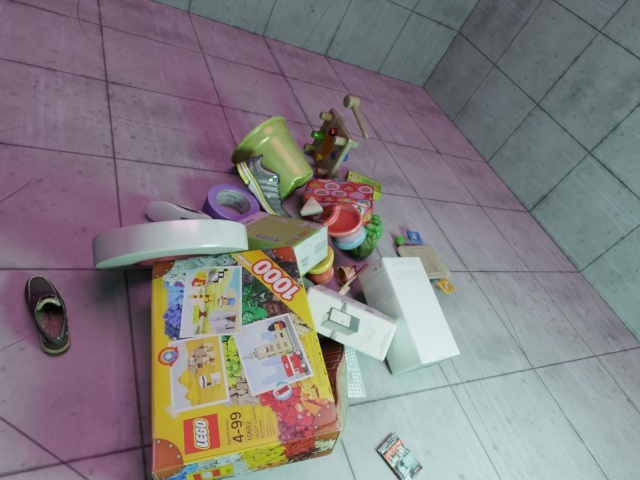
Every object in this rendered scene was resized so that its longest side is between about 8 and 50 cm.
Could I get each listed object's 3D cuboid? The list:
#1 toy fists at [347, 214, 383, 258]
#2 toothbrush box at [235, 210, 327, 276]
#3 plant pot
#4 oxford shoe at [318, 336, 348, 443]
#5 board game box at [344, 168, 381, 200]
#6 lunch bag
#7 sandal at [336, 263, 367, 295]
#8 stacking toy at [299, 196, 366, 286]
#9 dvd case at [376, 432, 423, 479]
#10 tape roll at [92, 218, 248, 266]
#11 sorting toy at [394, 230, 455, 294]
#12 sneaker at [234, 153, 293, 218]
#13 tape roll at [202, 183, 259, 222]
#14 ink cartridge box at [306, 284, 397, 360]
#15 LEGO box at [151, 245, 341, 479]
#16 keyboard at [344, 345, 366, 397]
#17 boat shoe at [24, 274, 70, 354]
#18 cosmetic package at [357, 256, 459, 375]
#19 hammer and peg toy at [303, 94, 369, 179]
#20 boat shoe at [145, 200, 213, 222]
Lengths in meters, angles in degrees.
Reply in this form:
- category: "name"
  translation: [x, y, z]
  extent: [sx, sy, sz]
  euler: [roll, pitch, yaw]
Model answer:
- category: "toy fists"
  translation: [0.180, -0.030, 1.826]
  extent: [0.142, 0.096, 0.279]
  euler: [34, 37, 1]
- category: "toothbrush box"
  translation: [-0.147, 0.010, 1.429]
  extent: [0.283, 0.122, 0.206]
  euler: [14, 28, 26]
- category: "plant pot"
  translation: [-0.173, -0.310, 1.776]
  extent: [0.254, 0.276, 0.276]
  euler: [50, 40, 3]
- category: "oxford shoe"
  translation: [0.021, 0.410, 1.254]
  extent: [0.348, 0.123, 0.130]
  euler: [-76, 149, -61]
- category: "board game box"
  translation: [0.208, -0.271, 2.147]
  extent: [0.181, 0.043, 0.092]
  euler: [24, 39, -10]
- category: "lunch bag"
  translation: [0.076, -0.174, 1.822]
  extent: [0.293, 0.120, 0.258]
  euler: [7, 35, 5]
- category: "sandal"
  translation: [0.089, 0.127, 1.598]
  extent: [0.079, 0.088, 0.240]
  euler: [42, 43, 2]
- category: "stacking toy"
  translation: [0.000, 0.000, 1.617]
  extent: [0.279, 0.130, 0.309]
  euler: [27, 63, 34]
- category: "dvd case"
  translation: [0.222, 0.610, 1.229]
  extent: [0.119, 0.013, 0.087]
  euler: [47, 40, 19]
- category: "tape roll"
  translation: [-0.387, 0.018, 1.162]
  extent: [0.392, 0.392, 0.072]
  euler: [-3, 81, -37]
- category: "sorting toy"
  translation: [0.443, 0.101, 1.910]
  extent: [0.196, 0.047, 0.348]
  euler: [-4, 50, -32]
- category: "sneaker"
  translation: [-0.187, -0.189, 1.647]
  extent: [0.300, 0.121, 0.111]
  euler: [54, 2, -18]
- category: "tape roll"
  translation: [-0.320, -0.110, 1.575]
  extent: [0.189, 0.080, 0.189]
  euler: [19, 41, -17]
- category: "ink cartridge box"
  translation: [0.085, 0.241, 1.336]
  extent: [0.273, 0.115, 0.198]
  euler: [22, 0, 11]
- category: "LEGO box"
  translation: [-0.201, 0.277, 1.064]
  extent: [0.372, 0.193, 0.500]
  euler: [-7, 50, -14]
- category: "keyboard"
  translation: [0.082, 0.372, 1.389]
  extent: [0.072, 0.014, 0.256]
  euler: [12, 42, -25]
- category: "boat shoe"
  translation: [-0.649, 0.163, 1.054]
  extent: [0.080, 0.073, 0.223]
  euler: [-9, 54, -41]
- category: "cosmetic package"
  translation: [0.294, 0.247, 1.499]
  extent: [0.197, 0.155, 0.365]
  euler: [3, 60, -37]
- category: "hammer and peg toy"
  translation: [0.067, -0.470, 2.006]
  extent: [0.127, 0.361, 0.266]
  euler: [4, 47, -32]
- category: "boat shoe"
  translation: [-0.462, -0.076, 1.455]
  extent: [0.219, 0.078, 0.070]
  euler: [17, 6, -14]
